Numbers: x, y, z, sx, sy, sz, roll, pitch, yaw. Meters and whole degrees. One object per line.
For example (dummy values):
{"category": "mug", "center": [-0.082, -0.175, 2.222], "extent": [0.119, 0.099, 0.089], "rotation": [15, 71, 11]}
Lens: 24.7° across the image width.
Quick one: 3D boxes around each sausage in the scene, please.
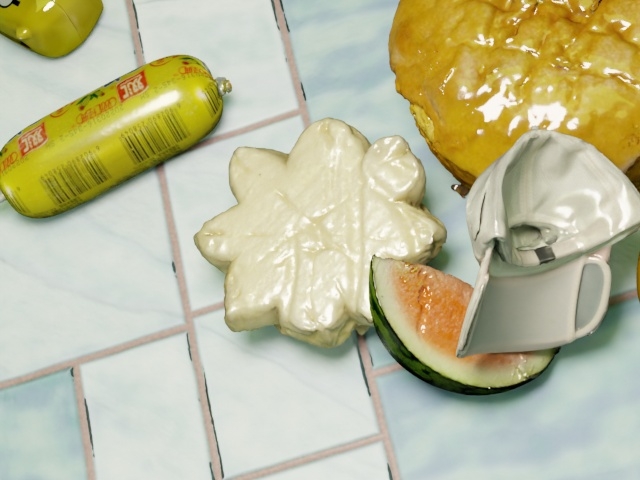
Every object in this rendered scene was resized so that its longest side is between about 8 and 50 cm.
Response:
{"category": "sausage", "center": [-0.274, -0.133, 1.880], "extent": [0.347, 0.123, 0.123], "rotation": [-27, 60, 1]}

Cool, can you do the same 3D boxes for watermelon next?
{"category": "watermelon", "center": [0.147, 0.105, 1.620], "extent": [0.245, 0.063, 0.119], "rotation": [26, 80, -10]}

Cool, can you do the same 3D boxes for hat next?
{"category": "hat", "center": [0.215, 0.012, 1.554], "extent": [0.219, 0.226, 0.164], "rotation": [-2, 51, -34]}

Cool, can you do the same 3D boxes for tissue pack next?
{"category": "tissue pack", "center": [-0.401, -0.330, 2.015], "extent": [0.178, 0.123, 0.127], "rotation": [31, 76, 26]}

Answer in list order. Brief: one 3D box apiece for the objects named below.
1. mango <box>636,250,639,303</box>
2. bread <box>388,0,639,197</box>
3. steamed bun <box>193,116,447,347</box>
{"category": "mango", "center": [0.421, -0.008, 1.582], "extent": [0.139, 0.175, 0.254], "rotation": [12, 68, 9]}
{"category": "bread", "center": [0.287, -0.214, 1.705], "extent": [0.398, 0.215, 0.398], "rotation": [-5, 65, 11]}
{"category": "steamed bun", "center": [0.000, 0.000, 1.731], "extent": [0.292, 0.137, 0.295], "rotation": [35, 86, 24]}
